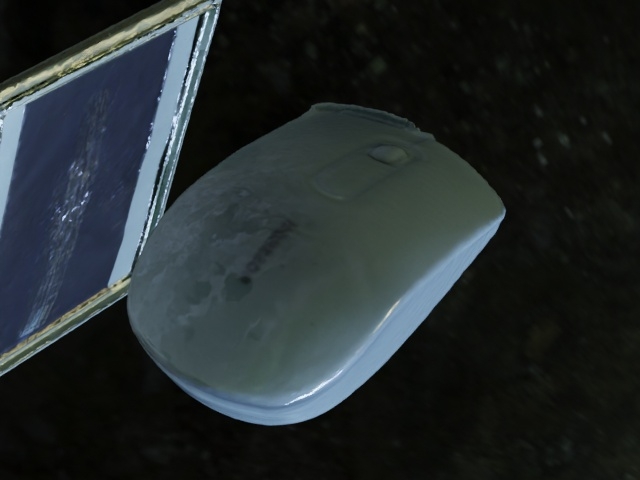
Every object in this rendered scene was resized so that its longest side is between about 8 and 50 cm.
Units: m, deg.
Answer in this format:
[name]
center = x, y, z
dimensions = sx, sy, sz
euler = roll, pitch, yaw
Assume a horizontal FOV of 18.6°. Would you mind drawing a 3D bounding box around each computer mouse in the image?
[computer mouse]
center = 0.000, 0.000, 0.962
dimensions = 0.128, 0.079, 0.231
euler = 29, -132, 14

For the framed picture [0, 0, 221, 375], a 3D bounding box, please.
[framed picture]
center = -0.166, -0.024, 1.315
dimensions = 0.018, 0.231, 0.293
euler = 37, -46, 18
